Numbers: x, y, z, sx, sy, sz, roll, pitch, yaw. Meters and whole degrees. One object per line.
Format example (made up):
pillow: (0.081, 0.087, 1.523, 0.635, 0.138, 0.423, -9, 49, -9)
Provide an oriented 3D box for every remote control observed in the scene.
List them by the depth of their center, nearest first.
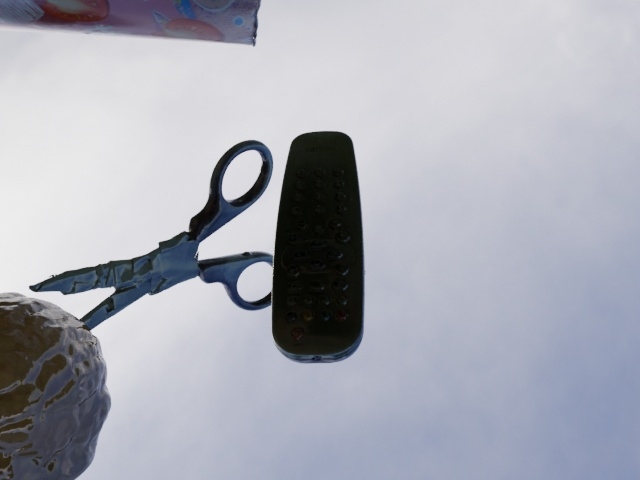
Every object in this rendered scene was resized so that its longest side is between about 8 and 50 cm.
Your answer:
remote control: (0.000, 0.000, 0.846, 0.072, 0.042, 0.221, -3, -127, 6)

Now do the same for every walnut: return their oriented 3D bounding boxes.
walnut: (-0.326, 0.161, 1.047, 0.225, 0.224, 0.261, -3, -176, 17)

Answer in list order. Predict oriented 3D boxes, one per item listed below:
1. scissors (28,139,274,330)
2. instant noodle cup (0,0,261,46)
scissors: (-0.203, 0.038, 1.387, 0.384, 0.255, 0.029, -27, -146, -32)
instant noodle cup: (-0.147, -0.246, 0.747, 0.231, 0.243, 0.243, 8, -135, -5)
